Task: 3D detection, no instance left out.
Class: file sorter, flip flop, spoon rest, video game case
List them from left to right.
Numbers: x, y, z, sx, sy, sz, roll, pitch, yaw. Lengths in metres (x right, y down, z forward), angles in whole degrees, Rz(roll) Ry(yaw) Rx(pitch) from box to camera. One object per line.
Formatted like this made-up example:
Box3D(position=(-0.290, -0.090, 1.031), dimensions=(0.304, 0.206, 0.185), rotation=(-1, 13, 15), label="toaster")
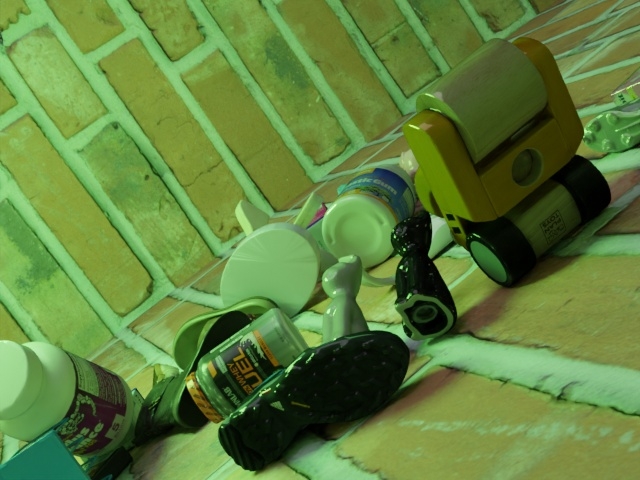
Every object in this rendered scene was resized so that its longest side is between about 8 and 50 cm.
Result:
Box3D(position=(-0.486, 0.488, 1.841), dimensions=(0.248, 0.035, 0.275), rotation=(-29, 11, 33), label="video game case")
Box3D(position=(-0.406, 0.385, 1.667), dimensions=(0.118, 0.170, 0.104), rotation=(-34, 5, 9), label="file sorter")
Box3D(position=(-0.195, 0.198, 2.102), dimensions=(0.277, 0.112, 0.080), rotation=(-24, 28, 29), label="flip flop")
Box3D(position=(0.166, 0.011, 1.833), dimensions=(0.276, 0.084, 0.137), rotation=(-25, 5, -24), label="spoon rest")

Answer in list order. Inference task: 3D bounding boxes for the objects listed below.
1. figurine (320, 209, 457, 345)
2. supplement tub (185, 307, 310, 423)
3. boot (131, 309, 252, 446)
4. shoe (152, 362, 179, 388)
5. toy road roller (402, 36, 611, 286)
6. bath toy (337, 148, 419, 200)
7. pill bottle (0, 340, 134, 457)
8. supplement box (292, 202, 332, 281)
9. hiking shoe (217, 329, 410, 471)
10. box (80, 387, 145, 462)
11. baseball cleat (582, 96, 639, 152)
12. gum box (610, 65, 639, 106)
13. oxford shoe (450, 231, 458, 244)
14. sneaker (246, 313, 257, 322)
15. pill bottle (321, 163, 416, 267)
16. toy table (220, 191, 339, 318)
Box3D(position=(0.083, 0.072, 1.499), dimensions=(0.215, 0.092, 0.209), rotation=(-32, 34, 23), label="figurine")
Box3D(position=(-0.114, 0.204, 1.684), dimensions=(0.190, 0.117, 0.117), rotation=(-36, 9, 3), label="supplement tub")
Box3D(position=(-0.243, 0.251, 1.914), dimensions=(0.229, 0.091, 0.263), rotation=(-24, 30, 56), label="boot")
Box3D(position=(-0.314, 0.297, 2.148), dimensions=(0.058, 0.077, 0.219), rotation=(7, 0, -11), label="shoe")
Box3D(position=(0.222, -0.115, 1.453), dimensions=(0.202, 0.329, 0.240), rotation=(-38, 32, -14), label="toy road roller")
Box3D(position=(0.210, -0.155, 2.304), dimensions=(0.348, 0.129, 0.151), rotation=(-31, 10, 24), label="bath toy")
Box3D(position=(-0.465, 0.270, 1.805), dimensions=(0.169, 0.169, 0.301), rotation=(-34, -29, 8), label="pill bottle")
Box3D(position=(0.000, 0.000, 2.323), dimensions=(0.114, 0.111, 0.220), rotation=(-36, 8, 4), label="supplement box")
Box3D(position=(-0.007, 0.187, 1.391), dimensions=(0.304, 0.113, 0.132), rotation=(-31, 11, 26), label="hiking shoe")
Box3D(position=(-0.398, 0.366, 2.029), dimensions=(0.126, 0.072, 0.137), rotation=(-34, 9, 7), label="box")
Box3D(position=(0.515, -0.195, 1.644), dimensions=(0.206, 0.072, 0.109), rotation=(-20, 3, 44), label="baseball cleat")
Box3D(position=(0.591, -0.285, 1.779), dimensions=(0.188, 0.062, 0.107), rotation=(-41, 11, -32), label="gum box")
Box3D(position=(0.271, -0.045, 1.707), dimensions=(0.271, 0.097, 0.098), rotation=(-40, -11, -50), label="oxford shoe")
Box3D(position=(-0.132, 0.183, 1.957), dimensions=(0.069, 0.084, 0.185), rotation=(-37, 9, -7), label="sneaker")
Box3D(position=(0.109, -0.063, 2.121), dimensions=(0.152, 0.152, 0.272), rotation=(-31, 11, 26), label="pill bottle")
Box3D(position=(-0.084, 0.034, 2.113), dimensions=(0.274, 0.252, 0.161), rotation=(-40, 15, 36), label="toy table")
